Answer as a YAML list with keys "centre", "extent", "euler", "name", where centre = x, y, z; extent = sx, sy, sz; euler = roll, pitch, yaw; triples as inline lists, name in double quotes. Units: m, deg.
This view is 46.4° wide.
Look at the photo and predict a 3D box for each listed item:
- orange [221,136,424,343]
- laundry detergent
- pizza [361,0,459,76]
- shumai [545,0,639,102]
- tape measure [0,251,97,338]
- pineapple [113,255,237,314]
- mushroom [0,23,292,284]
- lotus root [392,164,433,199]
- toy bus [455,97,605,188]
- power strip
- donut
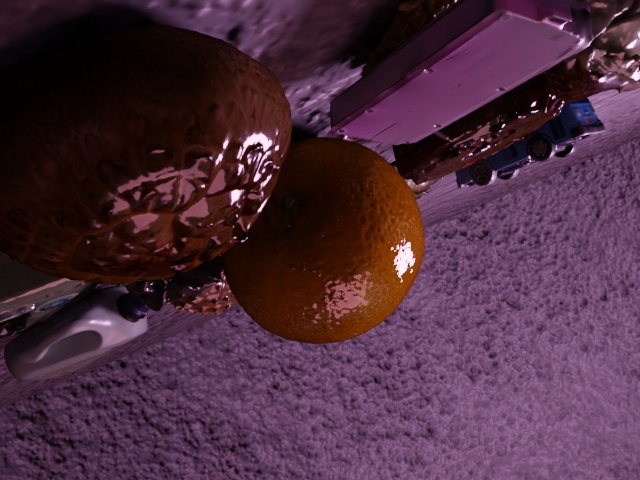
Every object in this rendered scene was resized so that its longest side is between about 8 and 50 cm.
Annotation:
- centre: [0.000, 0.000, 0.959]
  extent: [0.274, 0.274, 0.274]
  euler: [-24, 173, -3]
  name: "orange"
- centre: [-0.416, 0.159, 1.354]
  extent: [0.280, 0.105, 0.215]
  euler: [-27, 171, 31]
  name: "laundry detergent"
- centre: [0.111, -0.194, 0.727]
  extent: [0.188, 0.062, 0.199]
  euler: [-15, 170, -40]
  name: "pizza"
- centre: [0.314, -0.231, 0.799]
  extent: [0.184, 0.142, 0.184]
  euler: [-22, 175, -2]
  name: "shumai"
- centre: [-0.334, 0.049, 0.812]
  extent: [0.235, 0.115, 0.207]
  euler: [-22, 170, -23]
  name: "tape measure"
- centre: [-0.199, 0.033, 1.061]
  extent: [0.170, 0.141, 0.310]
  euler: [3, 174, 19]
  name: "pineapple"
- centre: [-0.139, -0.058, 0.569]
  extent: [0.253, 0.153, 0.253]
  euler: [-22, 162, -8]
  name: "mushroom"
- centre: [0.148, -0.099, 1.467]
  extent: [0.204, 0.078, 0.183]
  euler: [-23, 174, -21]
  name: "lotus root"
- centre: [0.329, -0.181, 1.235]
  extent: [0.234, 0.133, 0.116]
  euler: [-24, 173, 39]
  name: "toy bus"
- centre: [0.116, -0.153, 0.690]
  extent: [0.109, 0.037, 0.279]
  euler: [6, 163, -29]
  name: "power strip"
- centre: [0.221, -0.172, 1.077]
  extent: [0.270, 0.103, 0.270]
  euler: [-25, 175, -2]
  name: "donut"
